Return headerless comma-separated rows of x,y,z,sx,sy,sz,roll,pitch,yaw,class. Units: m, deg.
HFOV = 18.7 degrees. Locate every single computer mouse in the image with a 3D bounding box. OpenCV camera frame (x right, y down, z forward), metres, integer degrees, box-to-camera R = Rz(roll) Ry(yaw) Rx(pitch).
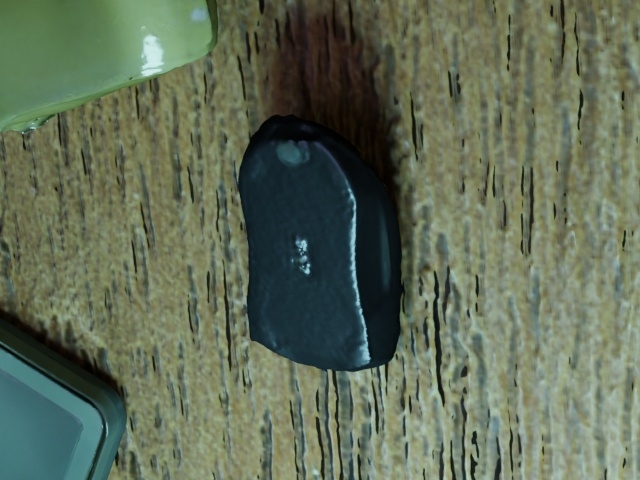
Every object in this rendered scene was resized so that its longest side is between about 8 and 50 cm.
0.000,0.000,1.425,0.122,0.073,0.217,14,123,26,computer mouse

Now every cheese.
-0.214,-0.242,1.412,0.259,0.128,0.316,-14,101,35,cheese

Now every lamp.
-0.310,0.178,1.689,0.269,0.047,0.266,30,122,15,lamp
